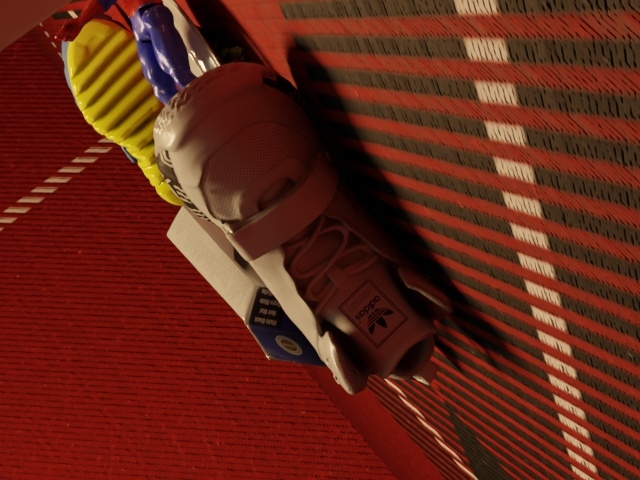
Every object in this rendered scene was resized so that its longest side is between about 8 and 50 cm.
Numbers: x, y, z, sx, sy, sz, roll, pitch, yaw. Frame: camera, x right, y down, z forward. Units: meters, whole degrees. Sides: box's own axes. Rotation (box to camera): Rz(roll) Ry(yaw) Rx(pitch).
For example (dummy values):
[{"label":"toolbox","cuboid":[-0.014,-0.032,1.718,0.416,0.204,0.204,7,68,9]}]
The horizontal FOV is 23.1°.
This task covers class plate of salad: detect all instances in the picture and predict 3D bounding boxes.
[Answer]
[{"label":"plate of salad","cuboid":[-0.101,-0.160,1.506,0.200,0.048,0.200,55,170,14]}]

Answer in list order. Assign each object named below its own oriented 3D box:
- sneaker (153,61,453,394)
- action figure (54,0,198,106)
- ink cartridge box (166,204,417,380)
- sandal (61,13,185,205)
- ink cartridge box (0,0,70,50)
[{"label":"sneaker","cuboid":[0.000,0.000,1.340,0.210,0.137,0.366,47,176,32]},{"label":"action figure","cuboid":[-0.178,-0.178,1.395,0.091,0.139,0.280,-25,82,59]},{"label":"ink cartridge box","cuboid":[-0.016,0.052,1.602,0.223,0.045,0.224,12,-155,-43]},{"label":"sandal","cuboid":[-0.258,-0.185,2.140,0.138,0.126,0.317,50,172,51]},{"label":"ink cartridge box","cuboid":[-0.261,-0.291,1.284,0.273,0.198,0.114,45,170,50]}]
